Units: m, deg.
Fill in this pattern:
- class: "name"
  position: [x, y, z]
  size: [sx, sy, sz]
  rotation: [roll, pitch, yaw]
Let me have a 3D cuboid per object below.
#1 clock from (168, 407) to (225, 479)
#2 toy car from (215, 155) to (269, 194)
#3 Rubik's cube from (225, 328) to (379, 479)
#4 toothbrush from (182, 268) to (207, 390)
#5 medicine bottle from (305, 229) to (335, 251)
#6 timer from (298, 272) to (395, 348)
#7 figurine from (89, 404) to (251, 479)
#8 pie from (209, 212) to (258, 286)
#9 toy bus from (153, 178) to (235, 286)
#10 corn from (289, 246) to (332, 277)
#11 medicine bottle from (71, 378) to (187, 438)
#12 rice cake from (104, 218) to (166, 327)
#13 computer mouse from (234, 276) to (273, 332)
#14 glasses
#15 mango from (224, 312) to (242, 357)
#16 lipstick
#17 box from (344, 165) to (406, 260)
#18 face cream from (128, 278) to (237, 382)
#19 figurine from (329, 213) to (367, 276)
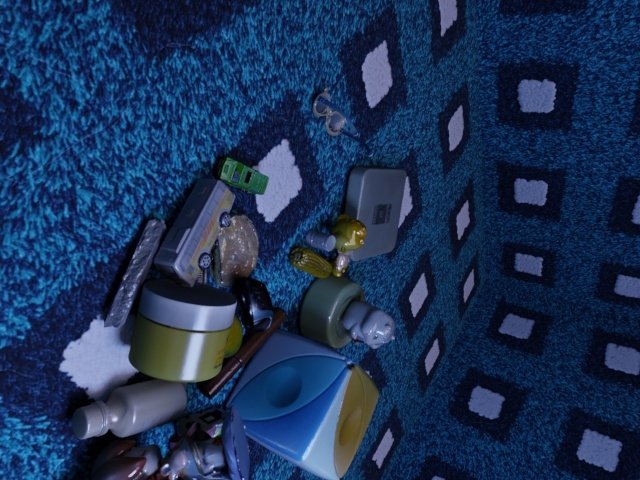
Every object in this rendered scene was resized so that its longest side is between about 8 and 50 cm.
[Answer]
- class: "clock"
  position: [-0.348, 0.604, 1.315]
  size: [0.194, 0.100, 0.195]
  rotation: [4, 100, -57]
- class: "toy car"
  position: [-0.209, -0.172, 1.235]
  size: [0.165, 0.063, 0.071]
  rotation: [20, 86, -56]
- class: "Rubik's cube"
  position: [-0.047, 0.531, 1.495]
  size: [0.347, 0.352, 0.352]
  rotation: [-60, 146, -20]
- class: "toothbrush"
  position: [-0.353, 0.268, 1.231]
  size: [0.042, 0.035, 0.412]
  rotation: [6, 98, -35]
- class: "medicine bottle"
  position: [0.000, 0.000, 1.581]
  size: [0.058, 0.091, 0.058]
  rotation: [-27, 124, -48]
- class: "timer"
  position: [0.125, 0.291, 1.680]
  size: [0.291, 0.316, 0.290]
  rotation: [-27, 125, -47]
- class: "figurine"
  position: [-0.364, 0.563, 1.076]
  size: [0.276, 0.389, 0.247]
  rotation: [98, -22, -73]
- class: "pie"
  position: [-0.236, 0.026, 1.285]
  size: [0.185, 0.052, 0.217]
  rotation: [-23, 120, -49]
- class: "toy bus"
  position: [-0.301, -0.024, 1.108]
  size: [0.106, 0.092, 0.267]
  rotation: [57, 47, -51]
- class: "corn"
  position: [-0.025, 0.081, 1.588]
  size: [0.231, 0.080, 0.080]
  rotation: [31, 77, -55]
- class: "medicine bottle"
  position: [-0.445, 0.398, 1.076]
  size: [0.252, 0.114, 0.114]
  rotation: [6, 98, -56]
- class: "rice cake"
  position: [-0.420, 0.073, 1.039]
  size: [0.055, 0.049, 0.269]
  rotation: [129, -18, -81]
- class: "computer mouse"
  position: [-0.186, 0.182, 1.297]
  size: [0.233, 0.097, 0.137]
  rotation: [105, -27, -67]
- class: "glasses"
  position: [0.064, -0.355, 1.459]
  size: [0.088, 0.220, 0.190]
  rotation: [-34, 146, 10]
- class: "mango"
  position: [-0.277, 0.264, 1.295]
  size: [0.130, 0.092, 0.194]
  rotation: [-62, 154, -26]
- class: "lipstick"
  position: [-0.230, 0.338, 1.415]
  size: [0.356, 0.057, 0.057]
  rotation: [-46, 137, -37]
- class: "box"
  position: [0.215, -0.115, 1.853]
  size: [0.373, 0.091, 0.366]
  rotation: [-10, 112, -54]
- class: "face cream"
  position: [-0.324, 0.207, 1.080]
  size: [0.218, 0.218, 0.179]
  rotation: [7, 98, -56]
- class: "figurine"
  position: [0.089, 0.019, 1.650]
  size: [0.156, 0.131, 0.246]
  rotation: [-41, 152, -56]
